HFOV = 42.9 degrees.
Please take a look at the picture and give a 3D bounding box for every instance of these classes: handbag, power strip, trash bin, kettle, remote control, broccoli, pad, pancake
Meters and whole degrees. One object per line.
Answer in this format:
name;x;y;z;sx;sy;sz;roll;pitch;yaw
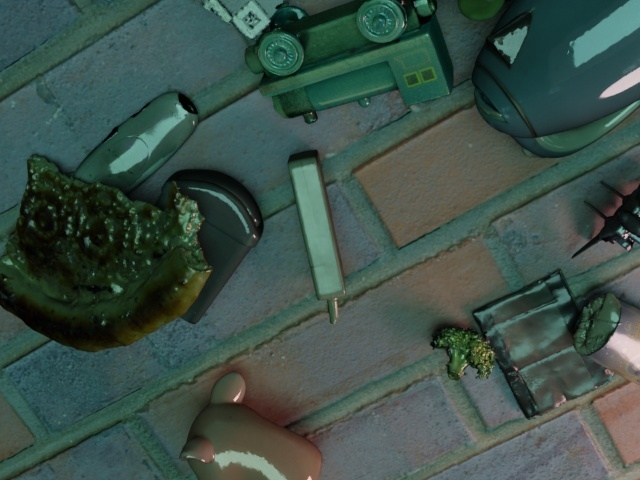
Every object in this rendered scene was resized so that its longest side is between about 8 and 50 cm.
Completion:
handbag;0.499;0.160;1.354;0.173;0.095;0.117;26;94;-21
power strip;0.000;0.000;1.329;0.053;0.093;0.288;-12;106;3
trash bin;-0.206;-0.001;1.336;0.176;0.101;0.236;31;107;-8
kettle;0.390;-0.262;1.176;0.342;0.247;0.319;-38;135;12
remote control;-0.306;-0.143;1.324;0.256;0.045;0.097;-42;101;10
broccoli;0.240;0.191;1.382;0.097;0.095;0.092;43;67;-39
pad;0.388;0.184;1.406;0.174;0.022;0.233;-27;103;9
pancake;-0.364;0.033;1.300;0.426;0.067;0.305;12;103;24

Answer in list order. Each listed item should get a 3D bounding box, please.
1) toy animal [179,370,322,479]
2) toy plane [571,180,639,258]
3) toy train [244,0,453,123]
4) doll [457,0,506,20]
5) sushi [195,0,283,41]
toy animal;-0.115;0.390;1.411;0.256;0.195;0.213;26;131;-4
toy plane;0.466;-0.027;1.214;0.088;0.267;0.212;36;104;-2
toy train;0.043;-0.273;1.215;0.298;0.120;0.194;-12;126;22
doll;0.265;-0.479;1.136;0.198;0.186;0.322;41;125;22
sushi;-0.100;-0.469;1.220;0.192;0.043;0.279;32;111;-11
